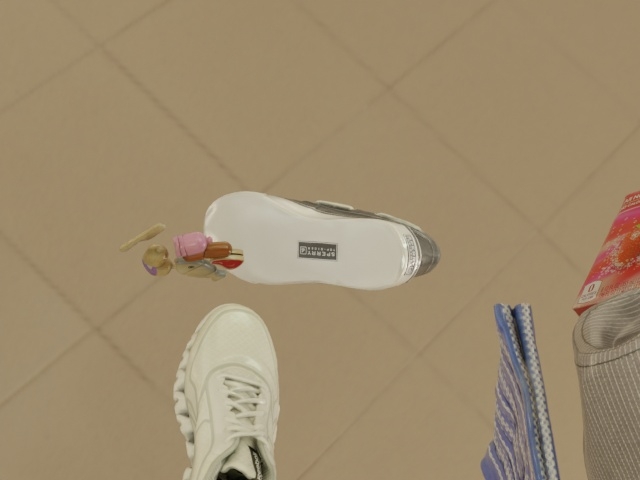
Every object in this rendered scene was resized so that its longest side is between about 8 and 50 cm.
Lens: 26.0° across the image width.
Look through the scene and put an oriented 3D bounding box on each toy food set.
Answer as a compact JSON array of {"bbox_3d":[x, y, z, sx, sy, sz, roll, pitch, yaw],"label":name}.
[{"bbox_3d":[-0.114,0.016,1.235,0.122,0.078,0.019,16,55,-44],"label":"toy food set"}]

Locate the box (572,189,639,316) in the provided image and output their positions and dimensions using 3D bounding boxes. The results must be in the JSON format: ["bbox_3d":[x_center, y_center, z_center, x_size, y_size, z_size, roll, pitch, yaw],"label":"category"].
[{"bbox_3d":[0.315,0.018,0.917,0.122,0.257,0.128,49,49,-19],"label":"box"}]

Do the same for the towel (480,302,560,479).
[{"bbox_3d":[0.168,0.228,1.149,0.040,0.336,0.243,-7,59,2],"label":"towel"}]

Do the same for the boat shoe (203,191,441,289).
[{"bbox_3d":[0.000,0.000,1.635,0.102,0.301,0.108,-3,96,-55],"label":"boat shoe"}]

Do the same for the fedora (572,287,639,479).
[{"bbox_3d":[0.215,0.071,0.728,0.275,0.243,0.124,-28,90,-41],"label":"fedora"}]

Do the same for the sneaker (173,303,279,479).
[{"bbox_3d":[-0.079,0.185,1.279,0.110,0.118,0.292,14,59,-17],"label":"sneaker"}]
